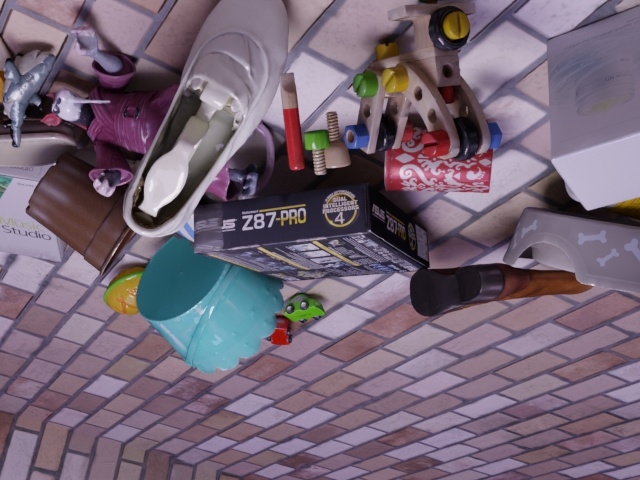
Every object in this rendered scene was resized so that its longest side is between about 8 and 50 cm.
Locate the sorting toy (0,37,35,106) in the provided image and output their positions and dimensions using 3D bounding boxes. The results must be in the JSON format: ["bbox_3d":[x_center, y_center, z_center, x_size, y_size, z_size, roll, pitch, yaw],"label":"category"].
[{"bbox_3d":[-0.591,-0.281,1.392,0.192,0.038,0.208,1,148,11],"label":"sorting toy"}]

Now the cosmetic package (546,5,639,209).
[{"bbox_3d":[0.437,-0.190,1.146,0.224,0.225,0.138,-17,142,33],"label":"cosmetic package"}]

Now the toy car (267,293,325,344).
[{"bbox_3d":[-0.085,0.168,2.008,0.224,0.053,0.239,-16,142,33],"label":"toy car"}]

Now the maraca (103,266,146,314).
[{"bbox_3d":[-0.407,0.105,1.937,0.185,0.099,0.127,-30,150,10],"label":"maraca"}]

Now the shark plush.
[{"bbox_3d":[-0.472,-0.226,1.352,0.067,0.161,0.073,15,-175,-10],"label":"shark plush"}]

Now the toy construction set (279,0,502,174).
[{"bbox_3d":[0.095,-0.232,1.200,0.308,0.257,0.237,-9,104,-4],"label":"toy construction set"}]

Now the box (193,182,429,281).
[{"bbox_3d":[0.000,0.000,1.554,0.318,0.097,0.395,-8,167,21],"label":"box"}]

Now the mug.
[{"bbox_3d":[0.199,-0.139,1.404,0.169,0.150,0.113,5,118,12],"label":"mug"}]

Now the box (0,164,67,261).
[{"bbox_3d":[-0.650,-0.072,1.730,0.232,0.059,0.322,10,148,-4],"label":"box"}]

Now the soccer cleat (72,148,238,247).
[{"bbox_3d":[-0.303,-0.105,1.557,0.331,0.116,0.143,25,133,-21],"label":"soccer cleat"}]

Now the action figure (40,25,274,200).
[{"bbox_3d":[-0.274,-0.204,1.380,0.370,0.248,0.275,13,-167,14],"label":"action figure"}]

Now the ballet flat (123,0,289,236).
[{"bbox_3d":[-0.160,-0.168,1.190,0.139,0.139,0.400,25,104,-27],"label":"ballet flat"}]

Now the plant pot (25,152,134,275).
[{"bbox_3d":[-0.392,-0.055,1.436,0.165,0.167,0.167,34,143,-8],"label":"plant pot"}]

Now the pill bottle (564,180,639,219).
[{"bbox_3d":[0.532,-0.097,1.361,0.245,0.136,0.136,15,148,-12],"label":"pill bottle"}]

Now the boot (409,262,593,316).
[{"bbox_3d":[0.342,0.084,1.644,0.280,0.096,0.264,-1,164,-29],"label":"boot"}]

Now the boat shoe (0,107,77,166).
[{"bbox_3d":[-0.563,-0.182,1.487,0.324,0.097,0.116,-6,158,24],"label":"boat shoe"}]

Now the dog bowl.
[{"bbox_3d":[0.491,0.015,1.438,0.348,0.102,0.349,8,-174,-1],"label":"dog bowl"}]

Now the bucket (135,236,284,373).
[{"bbox_3d":[-0.229,0.112,1.750,0.281,0.281,0.183,-14,138,31],"label":"bucket"}]
